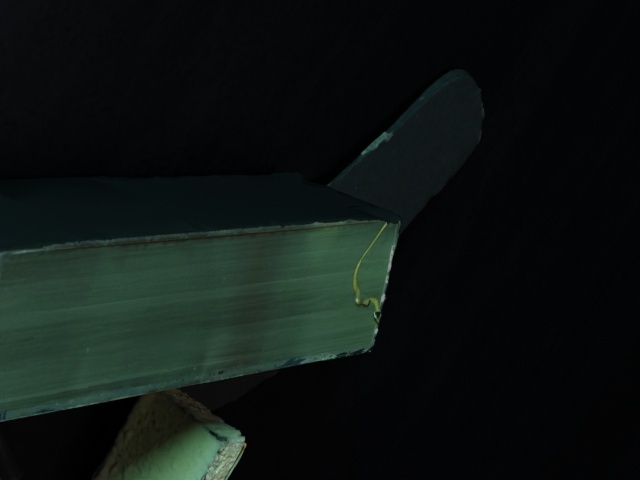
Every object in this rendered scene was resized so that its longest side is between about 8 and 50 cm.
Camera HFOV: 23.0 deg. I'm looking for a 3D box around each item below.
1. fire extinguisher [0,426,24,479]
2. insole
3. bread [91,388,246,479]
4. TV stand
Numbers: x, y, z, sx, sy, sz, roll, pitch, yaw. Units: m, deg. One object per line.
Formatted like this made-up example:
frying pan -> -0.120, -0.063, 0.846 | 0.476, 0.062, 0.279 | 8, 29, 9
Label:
fire extinguisher -> -0.165, 0.111, 0.759 | 0.049, 0.035, 0.173 | -37, 142, -28
insole -> 0.000, 0.000, 0.923 | 0.309, 0.012, 0.110 | -44, 139, -26
bread -> -0.100, 0.153, 0.831 | 0.028, 0.068, 0.153 | 24, 97, -54
TV stand -> -0.080, 0.018, 0.752 | 0.269, 0.088, 0.082 | -5, 110, -51
